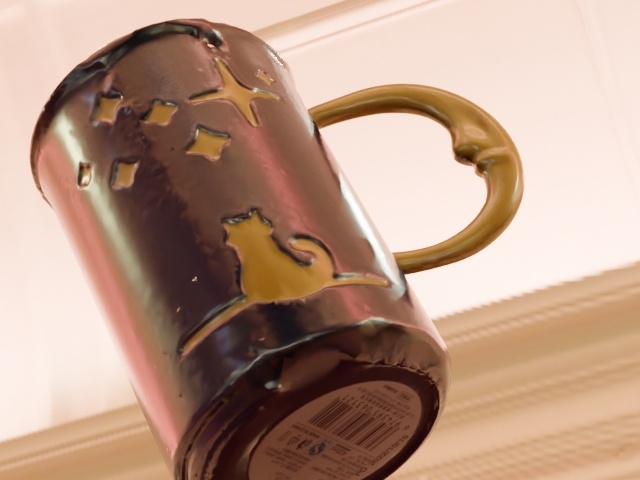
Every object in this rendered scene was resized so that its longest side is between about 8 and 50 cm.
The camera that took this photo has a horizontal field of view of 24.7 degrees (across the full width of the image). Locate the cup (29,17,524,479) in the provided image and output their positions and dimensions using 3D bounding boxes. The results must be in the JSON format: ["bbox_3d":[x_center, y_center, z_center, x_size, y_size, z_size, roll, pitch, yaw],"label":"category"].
[{"bbox_3d":[-0.014,-0.005,0.834,0.255,0.178,0.256,-38,-127,9],"label":"cup"}]
